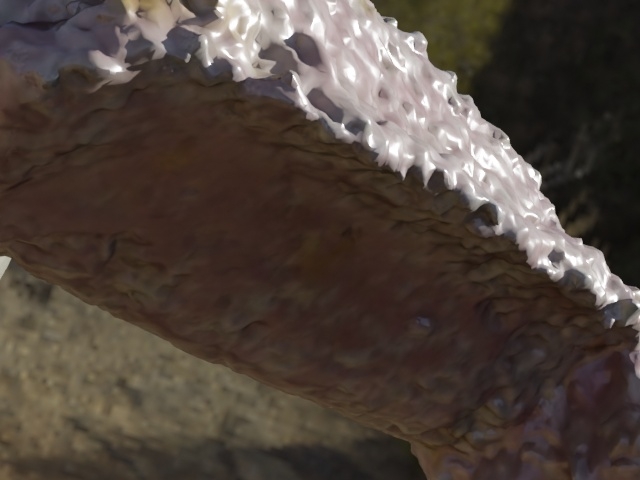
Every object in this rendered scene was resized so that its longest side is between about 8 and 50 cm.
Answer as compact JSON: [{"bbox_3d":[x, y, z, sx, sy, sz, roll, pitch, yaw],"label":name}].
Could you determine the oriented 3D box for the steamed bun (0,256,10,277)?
[{"bbox_3d":[-0.280,-0.083,0.658,0.374,0.374,0.241,27,45,29],"label":"steamed bun"}]

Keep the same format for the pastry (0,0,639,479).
[{"bbox_3d":[0.001,-0.009,0.500,0.265,0.103,0.112,41,32,-39],"label":"pastry"}]
